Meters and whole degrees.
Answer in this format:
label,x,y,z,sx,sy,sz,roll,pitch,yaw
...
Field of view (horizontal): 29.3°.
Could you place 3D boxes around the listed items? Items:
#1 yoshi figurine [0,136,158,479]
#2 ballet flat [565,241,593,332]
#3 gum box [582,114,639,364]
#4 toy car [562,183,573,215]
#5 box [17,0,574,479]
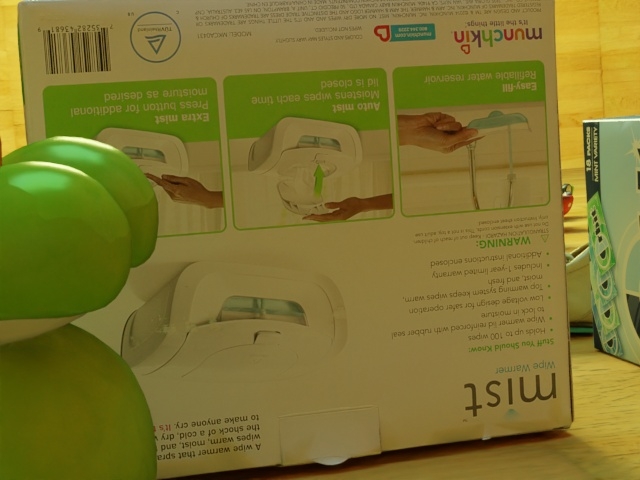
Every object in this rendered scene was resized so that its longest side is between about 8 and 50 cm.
label,x,y,z,sx,sy,sz,roll,pitch,yaw
yoshi figurine,-0.212,0.081,0.450,0.362,0.203,0.203,-17,-39,16
ballet flat,0.099,0.036,0.906,0.232,0.073,0.080,-4,5,3
gum box,0.217,0.002,0.737,0.041,0.157,0.184,-6,6,-11
toy car,0.291,-0.048,1.743,0.239,0.053,0.225,2,7,41
box,-0.015,-0.008,0.632,0.262,0.231,0.127,-6,6,-13
